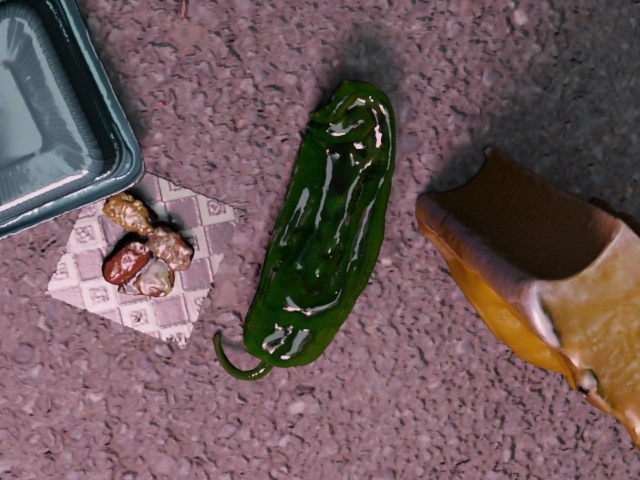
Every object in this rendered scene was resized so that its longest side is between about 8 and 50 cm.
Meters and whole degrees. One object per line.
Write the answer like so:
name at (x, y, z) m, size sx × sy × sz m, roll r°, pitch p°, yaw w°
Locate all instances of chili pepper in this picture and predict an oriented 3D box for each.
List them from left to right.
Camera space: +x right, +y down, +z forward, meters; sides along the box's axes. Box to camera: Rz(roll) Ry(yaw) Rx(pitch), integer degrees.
chili pepper at (-0.003, 0.000, 0.977) m, size 0.100 × 0.074 × 0.257 m, roll 16°, pitch 100°, yaw -10°

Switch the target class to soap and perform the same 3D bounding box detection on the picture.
soap at (0.209, 0.057, 0.912) m, size 0.259 × 0.281 × 0.143 m, roll 41°, pitch 96°, yaw -17°

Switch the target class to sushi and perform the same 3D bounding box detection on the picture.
sushi at (-0.136, 0.015, 0.982) m, size 0.120 × 0.026 × 0.126 m, roll 21°, pitch 104°, yaw -15°

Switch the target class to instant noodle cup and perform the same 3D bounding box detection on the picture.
instant noodle cup at (-0.227, -0.091, 0.905) m, size 0.157 × 0.070 × 0.179 m, roll -23°, pitch 104°, yaw 1°
